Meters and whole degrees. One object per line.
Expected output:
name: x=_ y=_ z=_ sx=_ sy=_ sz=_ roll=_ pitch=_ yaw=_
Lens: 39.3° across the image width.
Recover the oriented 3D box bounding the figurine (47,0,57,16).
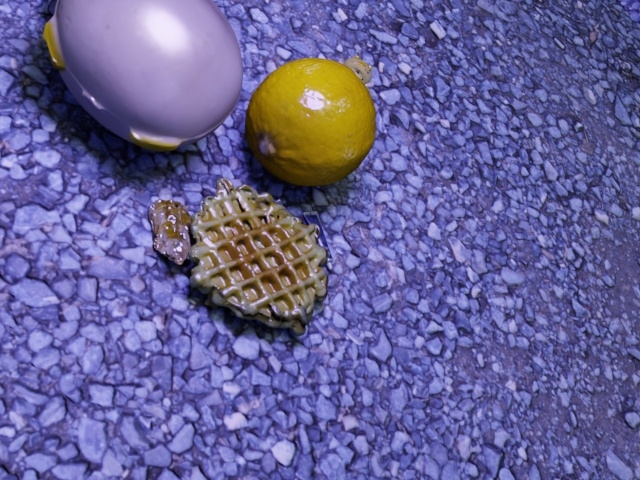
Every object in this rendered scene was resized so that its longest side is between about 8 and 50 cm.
figurine: x=-0.505 y=-0.559 z=1.825 sx=0.137 sy=0.110 sz=0.246 roll=11 pitch=62 yaw=-32

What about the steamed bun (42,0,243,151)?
steamed bun: x=-0.323 y=-0.348 z=1.683 sx=0.374 sy=0.334 sz=0.334 roll=44 pitch=47 yaw=-6

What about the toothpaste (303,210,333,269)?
toothpaste: x=0.000 y=0.000 z=1.893 sx=0.037 sy=0.021 sz=0.140 roll=-5 pitch=65 yaw=-36

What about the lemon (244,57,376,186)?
lemon: x=-0.018 y=-0.244 z=1.861 sx=0.293 sy=0.293 sz=0.293 roll=17 pitch=55 yaw=-26

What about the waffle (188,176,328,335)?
waffle: x=-0.121 y=0.035 z=1.754 sx=0.317 sy=0.073 sz=0.297 roll=25 pitch=51 yaw=-23

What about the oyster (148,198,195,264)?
oyster: x=-0.282 y=-0.021 z=1.702 sx=0.121 sy=0.045 sz=0.146 roll=32 pitch=48 yaw=3

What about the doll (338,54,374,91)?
doll: x=0.072 y=-0.380 z=2.147 sx=0.106 sy=0.062 sz=0.162 roll=35 pitch=50 yaw=-6
